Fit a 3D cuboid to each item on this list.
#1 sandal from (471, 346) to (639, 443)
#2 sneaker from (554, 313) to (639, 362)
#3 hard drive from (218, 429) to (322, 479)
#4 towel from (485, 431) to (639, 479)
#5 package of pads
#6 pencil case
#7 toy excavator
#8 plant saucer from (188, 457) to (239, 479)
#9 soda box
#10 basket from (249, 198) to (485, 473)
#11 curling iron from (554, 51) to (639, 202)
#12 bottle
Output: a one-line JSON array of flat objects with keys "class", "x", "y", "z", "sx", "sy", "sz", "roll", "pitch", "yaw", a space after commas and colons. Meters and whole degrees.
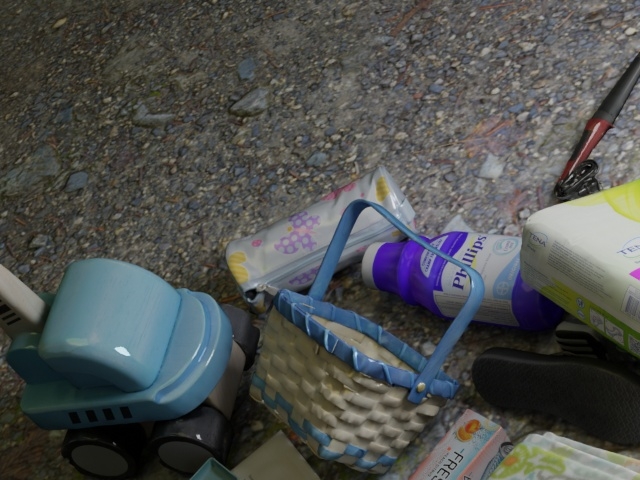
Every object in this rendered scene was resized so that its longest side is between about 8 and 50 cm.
[{"class": "sandal", "x": 0.293, "y": 0.166, "z": 1.652, "sx": 0.255, "sy": 0.097, "sz": 0.054, "roll": 13, "pitch": 32, "yaw": 40}, {"class": "sneaker", "x": 0.397, "y": 0.081, "z": 1.668, "sx": 0.229, "sy": 0.086, "sz": 0.132, "roll": 4, "pitch": 51, "yaw": 37}, {"class": "hard drive", "x": -0.119, "y": 0.398, "z": 1.727, "sx": 0.319, "sy": 0.040, "sz": 0.210, "roll": -39, "pitch": 40, "yaw": -6}, {"class": "towel", "x": 0.182, "y": 0.326, "z": 1.106, "sx": 0.374, "sy": 0.090, "sz": 0.320, "roll": -48, "pitch": 25, "yaw": -19}, {"class": "package of pads", "x": 0.405, "y": 0.015, "z": 1.623, "sx": 0.297, "sy": 0.101, "sz": 0.229, "roll": -17, "pitch": 33, "yaw": -29}, {"class": "pencil case", "x": 0.000, "y": 0.000, "z": 1.975, "sx": 0.273, "sy": 0.113, "sz": 0.124, "roll": -27, "pitch": 7, "yaw": 5}, {"class": "toy excavator", "x": -0.353, "y": 0.108, "z": 1.852, "sx": 0.433, "sy": 0.445, "sz": 0.222, "roll": -8, "pitch": 46, "yaw": 27}, {"class": "plant saucer", "x": -0.181, "y": 0.358, "z": 1.762, "sx": 0.192, "sy": 0.018, "sz": 0.067, "roll": -47, "pitch": 42, "yaw": -14}, {"class": "soda box", "x": 0.146, "y": 0.289, "z": 1.643, "sx": 0.183, "sy": 0.063, "sz": 0.058, "roll": -47, "pitch": 43, "yaw": -15}, {"class": "basket", "x": 0.055, "y": 0.116, "z": 1.741, "sx": 0.255, "sy": 0.201, "sz": 0.288, "roll": 39, "pitch": 108, "yaw": 48}, {"class": "curling iron", "x": 0.395, "y": -0.154, "z": 1.935, "sx": 0.068, "sy": 0.035, "sz": 0.274, "roll": 12, "pitch": 58, "yaw": 35}, {"class": "bottle", "x": 0.185, "y": 0.046, "z": 1.832, "sx": 0.283, "sy": 0.092, "sz": 0.118, "roll": 7, "pitch": 56, "yaw": 38}]
